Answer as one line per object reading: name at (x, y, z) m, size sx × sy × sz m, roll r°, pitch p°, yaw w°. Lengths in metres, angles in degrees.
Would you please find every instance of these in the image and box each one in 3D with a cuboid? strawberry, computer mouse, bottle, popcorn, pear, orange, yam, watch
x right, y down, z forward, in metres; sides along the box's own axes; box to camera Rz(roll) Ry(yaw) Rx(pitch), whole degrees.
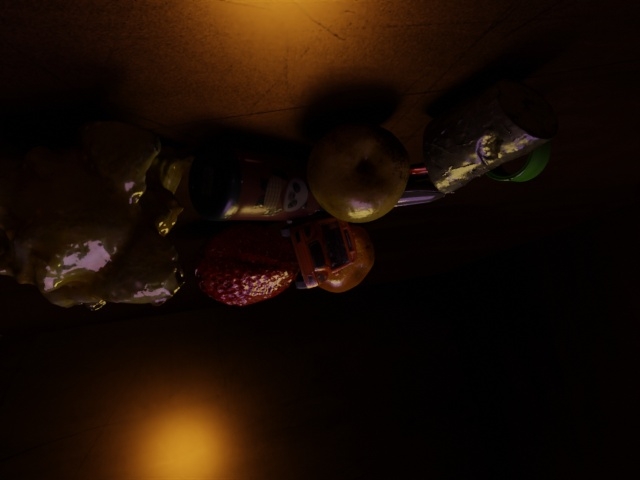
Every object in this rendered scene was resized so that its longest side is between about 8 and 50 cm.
strawberry at (-0.202, 0.067, 1.568) m, size 0.288 × 0.250 × 0.238 m, roll 8°, pitch 172°, yaw 21°
computer mouse at (0.215, -0.126, 1.468) m, size 0.232 × 0.057 × 0.120 m, roll -8°, pitch -167°, yaw 3°
bottle at (-0.092, -0.112, 1.126) m, size 0.336 × 0.144 × 0.144 m, roll -3°, pitch 166°, yaw -46°
popcorn at (-0.353, -0.059, 0.867) m, size 0.290 × 0.321 × 0.326 m, roll 12°, pitch 142°, yaw -23°
pear at (0.070, -0.129, 1.059) m, size 0.197 × 0.197 × 0.197 m, roll -11°, pitch 168°, yaw -2°
orange at (0.060, 0.058, 1.872) m, size 0.249 × 0.249 × 0.183 m, roll -11°, pitch -176°, yaw -3°
yam at (0.299, -0.200, 1.040) m, size 0.154 × 0.154 × 0.254 m, roll -4°, pitch 166°, yaw -31°
watch at (0.392, -0.193, 1.157) m, size 0.131 × 0.152 × 0.165 m, roll -4°, pitch 165°, yaw -42°

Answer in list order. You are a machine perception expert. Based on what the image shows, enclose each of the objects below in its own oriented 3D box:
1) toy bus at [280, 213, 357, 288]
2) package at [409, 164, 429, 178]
toy bus at (0.000, 0.000, 1.281) m, size 0.153 × 0.143 × 0.329 m, roll -16°, pitch -171°, yaw 3°
package at (0.310, -0.186, 1.416) m, size 0.200 × 0.022 × 0.083 m, roll -11°, pitch 168°, yaw 3°
